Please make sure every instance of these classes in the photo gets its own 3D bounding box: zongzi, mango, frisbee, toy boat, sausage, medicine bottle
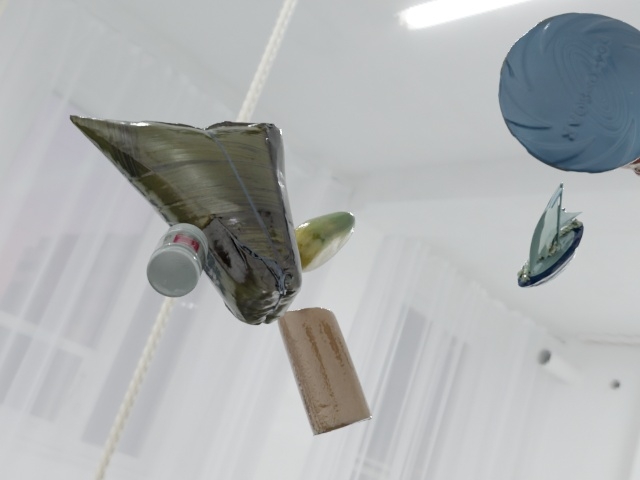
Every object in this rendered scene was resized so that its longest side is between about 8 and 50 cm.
[{"bbox_3d":[-0.175,-0.041,1.049,0.300,0.286,0.138,11,-40,-28],"label":"zongzi"},{"bbox_3d":[-0.004,0.006,1.944,0.091,0.137,0.237,43,34,22],"label":"mango"},{"bbox_3d":[0.442,-0.253,1.356,0.289,0.289,0.049,17,-9,8],"label":"frisbee"},{"bbox_3d":[0.526,-0.018,1.805,0.070,0.210,0.292,34,-46,32],"label":"toy boat"},{"bbox_3d":[0.005,0.249,1.605,0.123,0.253,0.123,-18,-16,-5],"label":"sausage"},{"bbox_3d":[-0.158,0.021,0.908,0.058,0.058,0.091,23,17,-9],"label":"medicine bottle"}]

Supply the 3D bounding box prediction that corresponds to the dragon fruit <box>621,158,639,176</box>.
[{"bbox_3d":[0.612,-0.233,1.522,0.291,0.250,0.269,22,-29,-32],"label":"dragon fruit"}]
